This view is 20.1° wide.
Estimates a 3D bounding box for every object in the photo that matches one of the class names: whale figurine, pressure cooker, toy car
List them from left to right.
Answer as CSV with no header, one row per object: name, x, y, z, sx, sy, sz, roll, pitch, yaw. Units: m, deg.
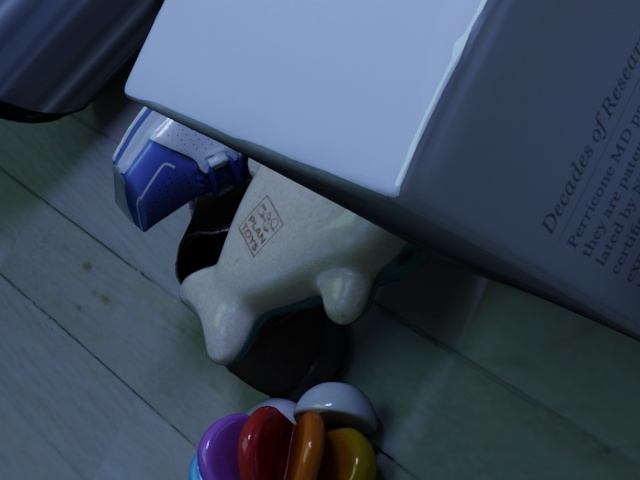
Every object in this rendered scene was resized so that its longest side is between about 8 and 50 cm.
pressure cooker,-0.303,-0.396,2.125,0.420,0.370,0.375,-41,30,28
toy car,-0.043,0.202,1.584,0.182,0.136,0.159,-20,54,46
whale figurine,0.000,0.000,1.594,0.272,0.141,0.216,-45,50,17

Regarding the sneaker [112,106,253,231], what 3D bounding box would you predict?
sneaker,-0.035,-0.107,1.702,0.315,0.182,0.127,-43,-14,-16

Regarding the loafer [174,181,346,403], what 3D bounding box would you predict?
loafer,-0.073,0.000,1.764,0.134,0.130,0.366,-48,37,21

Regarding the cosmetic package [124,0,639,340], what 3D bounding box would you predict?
cosmetic package,0.148,-0.143,1.297,0.329,0.393,0.327,24,88,49
